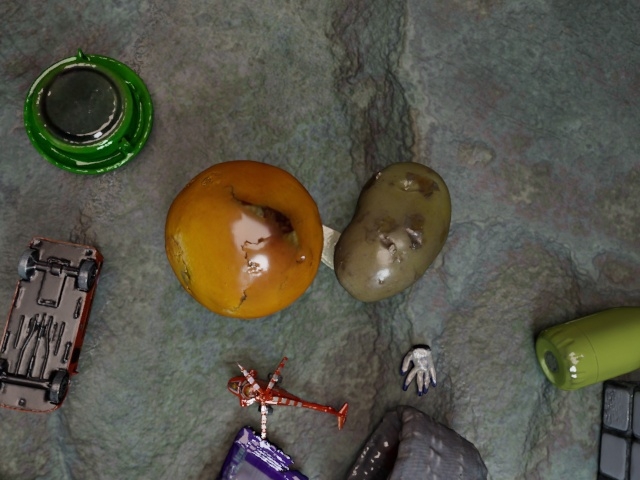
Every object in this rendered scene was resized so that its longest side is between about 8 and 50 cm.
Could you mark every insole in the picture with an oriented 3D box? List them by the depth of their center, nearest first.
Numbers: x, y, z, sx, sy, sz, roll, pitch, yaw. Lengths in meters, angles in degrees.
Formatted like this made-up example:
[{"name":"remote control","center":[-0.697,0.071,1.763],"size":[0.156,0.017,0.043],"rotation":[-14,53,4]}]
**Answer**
[{"name":"insole","center":[0.000,0.000,0.975],"size":[0.191,0.010,0.063],"rotation":[34,80,-2]}]

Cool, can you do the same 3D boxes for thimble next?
[{"name":"thimble","center":[0.140,0.391,0.851],"size":[0.172,0.205,0.236],"rotation":[33,55,-6]}]

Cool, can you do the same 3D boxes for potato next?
[{"name":"potato","center":[0.125,-0.014,0.918],"size":[0.164,0.165,0.263],"rotation":[28,70,-2]}]

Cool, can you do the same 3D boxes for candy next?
[{"name":"candy","center":[-0.150,0.441,0.871],"size":[0.145,0.070,0.275],"rotation":[41,76,-7]}]

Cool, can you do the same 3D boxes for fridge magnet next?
[{"name":"fridge magnet","center":[-0.385,-0.212,0.918],"size":[0.207,0.088,0.208],"rotation":[1,83,-6]}]

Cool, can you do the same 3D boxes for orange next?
[{"name":"orange","center":[-0.116,-0.003,0.849],"size":[0.245,0.246,0.247],"rotation":[1,82,-6]}]

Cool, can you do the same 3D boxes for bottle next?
[{"name":"bottle","center":[0.514,0.173,0.960],"size":[0.259,0.112,0.112],"rotation":[-15,85,-9]}]

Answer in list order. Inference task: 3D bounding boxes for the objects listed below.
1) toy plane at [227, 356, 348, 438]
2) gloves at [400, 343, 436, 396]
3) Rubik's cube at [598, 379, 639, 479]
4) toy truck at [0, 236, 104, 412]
[{"name":"toy plane","center":[-0.054,0.250,0.907],"size":[0.194,0.077,0.126],"rotation":[-2,86,-15]},{"name":"gloves","center":[0.168,0.225,0.958],"size":[0.064,0.026,0.086],"rotation":[-5,88,-6]},{"name":"Rubik's cube","center":[0.664,0.414,0.834],"size":[0.344,0.337,0.344],"rotation":[6,82,-4]},{"name":"toy truck","center":[-0.416,0.130,0.858],"size":[0.107,0.114,0.253],"rotation":[11,80,-6]}]
